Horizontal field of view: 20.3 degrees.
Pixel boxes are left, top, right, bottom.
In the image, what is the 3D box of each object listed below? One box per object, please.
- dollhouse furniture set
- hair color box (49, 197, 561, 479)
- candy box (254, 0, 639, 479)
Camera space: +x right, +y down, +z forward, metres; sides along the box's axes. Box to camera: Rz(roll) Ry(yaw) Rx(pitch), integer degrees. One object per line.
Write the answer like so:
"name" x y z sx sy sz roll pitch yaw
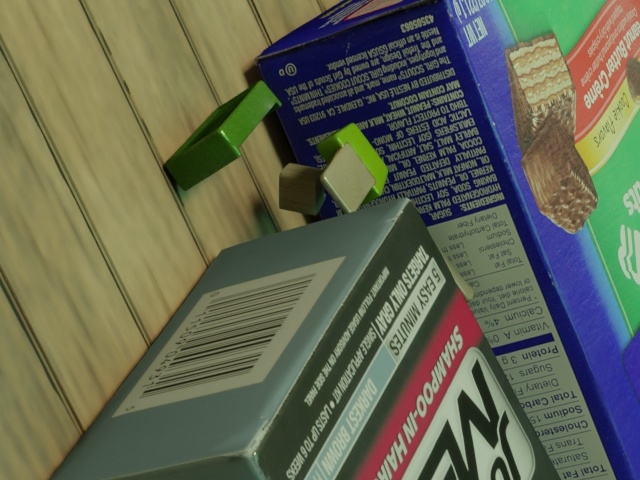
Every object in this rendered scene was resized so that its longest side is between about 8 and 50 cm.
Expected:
"dollhouse furniture set" 0.000 0.000 0.835 0.151 0.076 0.058 52 35 -14
"hair color box" 0.049 0.191 0.791 0.374 0.114 0.185 61 35 -21
"candy box" 0.127 -0.008 0.984 0.268 0.122 0.317 -41 113 -55
